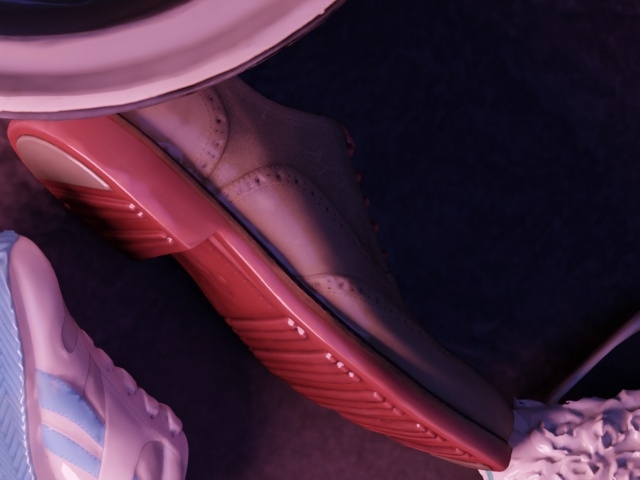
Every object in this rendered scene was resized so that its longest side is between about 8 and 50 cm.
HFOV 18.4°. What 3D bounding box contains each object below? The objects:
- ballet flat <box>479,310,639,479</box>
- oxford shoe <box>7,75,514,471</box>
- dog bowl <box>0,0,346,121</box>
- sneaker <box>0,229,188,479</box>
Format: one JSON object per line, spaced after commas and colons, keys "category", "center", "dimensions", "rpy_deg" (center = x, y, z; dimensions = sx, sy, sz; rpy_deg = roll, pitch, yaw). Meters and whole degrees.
{"category": "ballet flat", "center": [0.269, 0.079, 1.230], "dimensions": [0.409, 0.147, 0.147], "rpy_deg": [-23, 105, -25]}
{"category": "oxford shoe", "center": [0.000, 0.000, 1.079], "dimensions": [0.348, 0.123, 0.130], "rpy_deg": [42, 70, -26]}
{"category": "dog bowl", "center": [-0.132, -0.267, 0.910], "dimensions": [0.408, 0.150, 0.408], "rpy_deg": [-2, 101, -10]}
{"category": "sneaker", "center": [-0.129, 0.095, 1.043], "dimensions": [0.092, 0.087, 0.228], "rpy_deg": [-27, 114, -31]}
